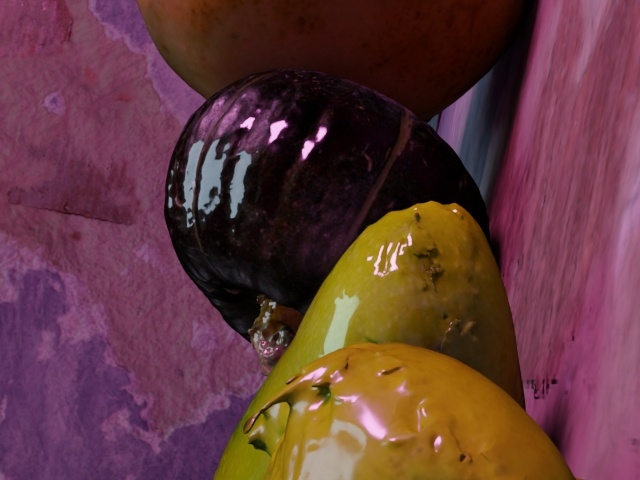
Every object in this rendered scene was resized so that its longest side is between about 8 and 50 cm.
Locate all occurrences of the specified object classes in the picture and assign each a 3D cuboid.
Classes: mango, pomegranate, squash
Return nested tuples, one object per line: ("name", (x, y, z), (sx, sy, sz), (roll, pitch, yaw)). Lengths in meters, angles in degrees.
("mango", (0.027, 0.105, 0.369), (0.178, 0.100, 0.119), (95, 175, -50))
("pomegranate", (0.005, -0.170, 0.794), (0.270, 0.252, 0.229), (106, 156, -54))
("squash", (0.002, -0.005, 0.706), (0.155, 0.193, 0.193), (-58, 2, 3))
("mango", (0.020, 0.085, 0.497), (0.125, 0.111, 0.232), (-56, -14, -57))

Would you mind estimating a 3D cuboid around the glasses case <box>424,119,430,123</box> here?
("glasses case", (0.076, -0.252, 1.250), (0.082, 0.122, 0.320), (99, -179, -69))
